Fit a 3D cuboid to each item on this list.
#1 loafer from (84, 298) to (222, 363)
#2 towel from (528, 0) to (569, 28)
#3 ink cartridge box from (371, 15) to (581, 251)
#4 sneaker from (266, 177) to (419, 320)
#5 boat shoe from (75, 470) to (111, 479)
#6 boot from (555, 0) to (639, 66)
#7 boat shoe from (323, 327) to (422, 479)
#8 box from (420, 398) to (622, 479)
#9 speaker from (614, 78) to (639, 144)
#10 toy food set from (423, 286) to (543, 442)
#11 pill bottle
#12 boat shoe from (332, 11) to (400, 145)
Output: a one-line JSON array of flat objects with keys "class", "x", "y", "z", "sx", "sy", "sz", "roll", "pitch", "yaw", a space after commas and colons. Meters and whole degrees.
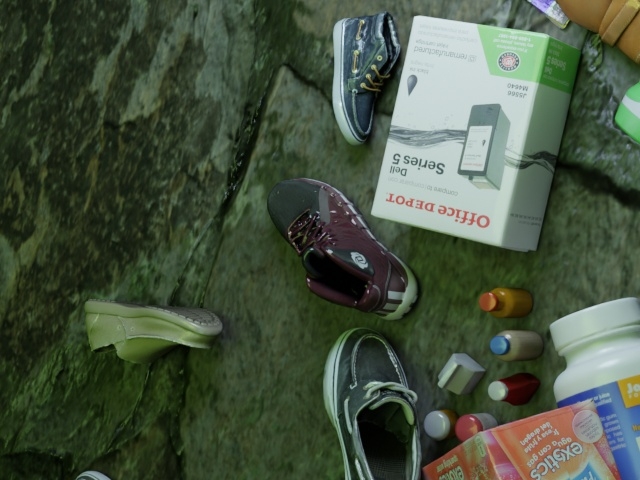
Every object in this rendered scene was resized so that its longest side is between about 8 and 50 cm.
[{"class": "loafer", "x": -0.254, "y": 0.142, "z": 2.008, "sx": 0.269, "sy": 0.102, "sz": 0.092, "roll": 5, "pitch": 90, "yaw": 42}, {"class": "towel", "x": 0.306, "y": -0.321, "z": 1.731, "sx": 0.083, "sy": 0.009, "sz": 0.060, "roll": 47, "pitch": 111, "yaw": 26}, {"class": "ink cartridge box", "x": 0.201, "y": -0.137, "z": 1.722, "sx": 0.198, "sy": 0.115, "sz": 0.272, "roll": 14, "pitch": 94, "yaw": 32}, {"class": "sneaker", "x": 0.000, "y": 0.000, "z": 1.812, "sx": 0.281, "sy": 0.162, "sz": 0.106, "roll": 40, "pitch": 107, "yaw": 28}, {"class": "boat shoe", "x": -0.331, "y": 0.458, "z": 2.042, "sx": 0.080, "sy": 0.076, "sz": 0.228, "roll": -39, "pitch": 68, "yaw": 24}, {"class": "boot", "x": 0.403, "y": -0.373, "z": 1.616, "sx": 0.283, "sy": 0.109, "sz": 0.220, "roll": -48, "pitch": 66, "yaw": 18}, {"class": "boat shoe", "x": 0.084, "y": 0.236, "z": 1.708, "sx": 0.119, "sy": 0.121, "sz": 0.335, "roll": 118, "pitch": 153, "yaw": -44}, {"class": "box", "x": 0.232, "y": 0.303, "z": 1.560, "sx": 0.300, "sy": 0.142, "sz": 0.154, "roll": 121, "pitch": 133, "yaw": -69}, {"class": "speaker", "x": 0.476, "y": -0.228, "z": 1.546, "sx": 0.131, "sy": 0.131, "sz": 0.296, "roll": 44, "pitch": 109, "yaw": 27}, {"class": "toy food set", "x": 0.205, "y": 0.176, "z": 1.703, "sx": 0.111, "sy": 0.104, "sz": 0.232, "roll": 41, "pitch": 108, "yaw": 28}, {"class": "pill bottle", "x": 0.366, "y": 0.212, "z": 1.570, "sx": 0.152, "sy": 0.152, "sz": 0.272, "roll": -24, "pitch": 75, "yaw": 29}, {"class": "boat shoe", "x": 0.066, "y": -0.227, "z": 1.844, "sx": 0.083, "sy": 0.065, "sz": 0.183, "roll": -9, "pitch": 81, "yaw": 33}]
